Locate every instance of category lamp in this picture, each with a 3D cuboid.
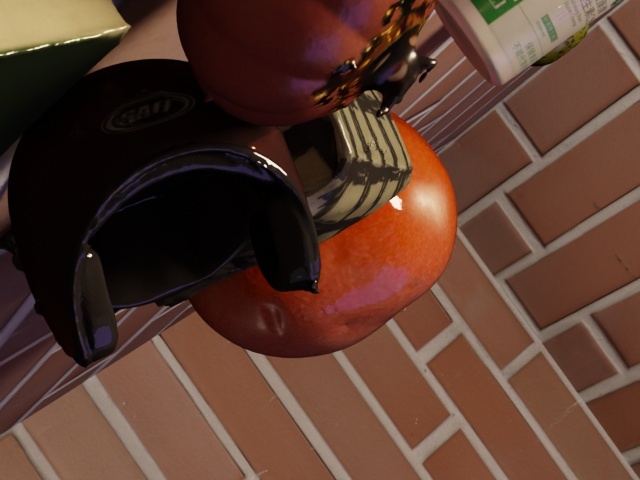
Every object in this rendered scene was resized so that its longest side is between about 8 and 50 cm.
[{"bbox_3d":[0.003,-0.141,0.707,0.182,0.140,0.182,-43,168,-11],"label":"lamp"}]

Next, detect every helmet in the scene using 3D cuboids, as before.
[{"bbox_3d":[-0.111,-0.023,0.804,0.189,0.193,0.216,-19,164,-19],"label":"helmet"}]

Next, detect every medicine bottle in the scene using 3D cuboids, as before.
[{"bbox_3d":[0.257,-0.290,1.257,0.274,0.133,0.133,-37,177,4],"label":"medicine bottle"}]

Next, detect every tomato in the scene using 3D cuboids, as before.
[{"bbox_3d":[0.000,0.000,1.449,0.341,0.273,0.341,-40,-173,6],"label":"tomato"}]

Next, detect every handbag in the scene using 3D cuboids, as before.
[{"bbox_3d":[-0.094,-0.042,1.139,0.327,0.162,0.325,-28,175,14],"label":"handbag"}]

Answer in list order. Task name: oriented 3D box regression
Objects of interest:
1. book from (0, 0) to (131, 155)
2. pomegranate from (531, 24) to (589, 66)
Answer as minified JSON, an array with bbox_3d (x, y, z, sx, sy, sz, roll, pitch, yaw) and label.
[{"bbox_3d":[-0.286,-0.013,0.554,0.260,0.043,0.371,-35,176,38],"label":"book"},{"bbox_3d":[0.273,-0.304,1.560,0.125,0.163,0.138,14,127,-32],"label":"pomegranate"}]
